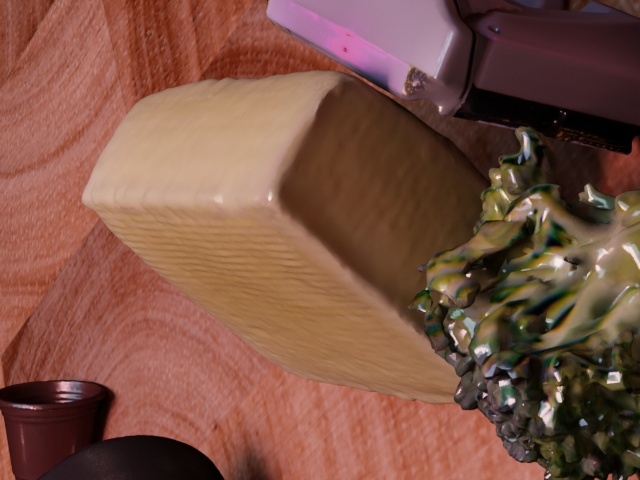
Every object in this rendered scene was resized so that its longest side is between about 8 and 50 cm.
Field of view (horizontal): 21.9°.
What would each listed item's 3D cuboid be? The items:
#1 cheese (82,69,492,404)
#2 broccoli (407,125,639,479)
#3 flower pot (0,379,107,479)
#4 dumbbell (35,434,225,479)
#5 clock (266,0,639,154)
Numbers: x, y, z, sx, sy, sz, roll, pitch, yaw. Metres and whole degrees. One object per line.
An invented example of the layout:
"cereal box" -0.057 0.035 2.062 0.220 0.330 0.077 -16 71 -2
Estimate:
"cheese" 0.000 0.000 1.106 0.124 0.242 0.265 -54 27 -19
"broccoli" 0.182 0.003 0.939 0.275 0.177 0.198 -52 39 5
"flower pot" -0.259 0.189 1.596 0.111 0.111 0.089 10 103 57
"dumbbell" -0.106 0.311 1.213 0.322 0.203 0.204 50 121 51
"clock" 0.092 -0.140 1.077 0.253 0.186 0.083 37 113 54
